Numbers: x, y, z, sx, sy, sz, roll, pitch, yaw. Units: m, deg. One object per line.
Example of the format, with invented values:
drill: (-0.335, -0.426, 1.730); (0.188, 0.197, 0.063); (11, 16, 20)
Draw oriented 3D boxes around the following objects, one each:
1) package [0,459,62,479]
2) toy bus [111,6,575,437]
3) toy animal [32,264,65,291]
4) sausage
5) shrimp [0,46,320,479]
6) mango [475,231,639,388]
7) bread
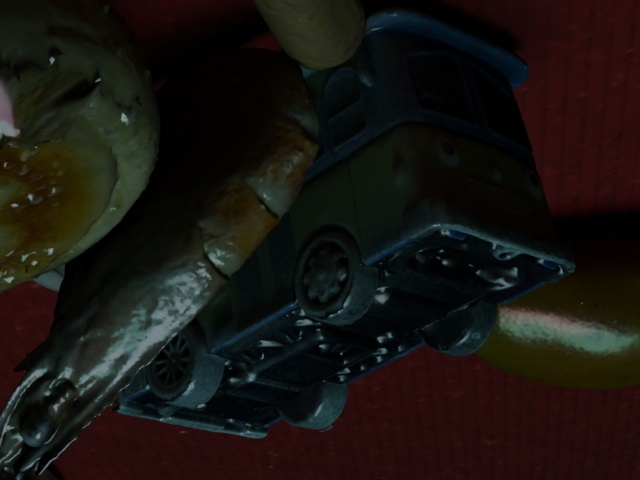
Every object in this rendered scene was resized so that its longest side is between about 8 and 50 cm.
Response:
package: (-0.361, 0.246, 1.753); (0.204, 0.062, 0.251); (-9, 170, 3)
toy bus: (0.000, 0.000, 1.220); (0.152, 0.190, 0.312); (17, 143, -42)
toy animal: (-0.224, 0.008, 1.252); (0.181, 0.131, 0.127); (5, 131, 38)
sausage: (-0.026, -0.182, 0.994); (0.066, 0.066, 0.301); (-13, 152, 6)
shrimp: (-0.121, 0.007, 1.131); (0.062, 0.164, 0.317); (38, 87, -40)
mango: (0.206, 0.057, 1.495); (0.221, 0.120, 0.151); (0, 150, -4)
bread: (-0.234, -0.075, 1.024); (0.305, 0.159, 0.305); (-8, 155, -4)
